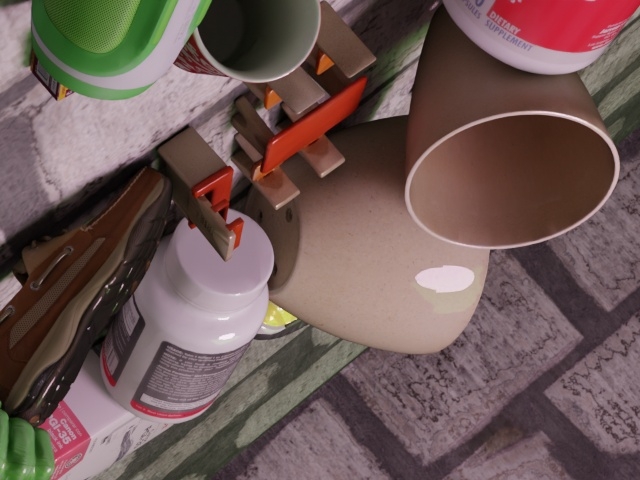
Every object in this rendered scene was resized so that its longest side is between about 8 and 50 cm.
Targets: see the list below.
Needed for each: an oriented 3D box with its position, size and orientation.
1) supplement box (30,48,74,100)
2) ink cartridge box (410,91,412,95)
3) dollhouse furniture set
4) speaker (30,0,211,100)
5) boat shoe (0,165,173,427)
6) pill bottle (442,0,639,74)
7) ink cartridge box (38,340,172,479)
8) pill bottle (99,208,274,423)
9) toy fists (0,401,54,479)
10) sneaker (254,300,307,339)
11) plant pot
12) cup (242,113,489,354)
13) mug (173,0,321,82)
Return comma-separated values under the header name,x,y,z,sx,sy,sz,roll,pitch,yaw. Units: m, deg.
name,x,y,z,sx,sy,sz,roll,pitch,yaw
supplement box,-0.206,-0.167,1.300,0.083,0.043,0.055,-34,164,-29
ink cartridge box,0.225,-0.269,2.089,0.134,0.078,0.231,-35,165,-27
dollhouse furniture set,-0.049,-0.106,1.723,0.259,0.135,0.262,-36,166,-20
speaker,-0.128,-0.237,1.111,0.131,0.131,0.296,-30,162,-39
boat shoe,-0.274,0.043,1.609,0.324,0.120,0.122,-59,172,-28
pill bottle,0.303,-0.387,1.612,0.229,0.229,0.408,-31,163,-37
ink cartridge box,-0.318,0.242,2.122,0.283,0.117,0.207,-31,163,-35
pill bottle,-0.170,0.095,1.943,0.176,0.176,0.318,-31,164,-36
toy fists,-0.400,0.189,1.491,0.142,0.279,0.096,-40,-151,58
sneaker,0.000,0.000,2.274,0.384,0.145,0.147,-39,146,-20
plant pot,0.213,-0.173,1.847,0.256,0.274,0.256,-4,143,-3
cup,0.034,-0.008,1.995,0.237,0.331,0.331,0,145,-30
mug,-0.073,-0.208,1.305,0.150,0.113,0.169,-62,-160,-6
